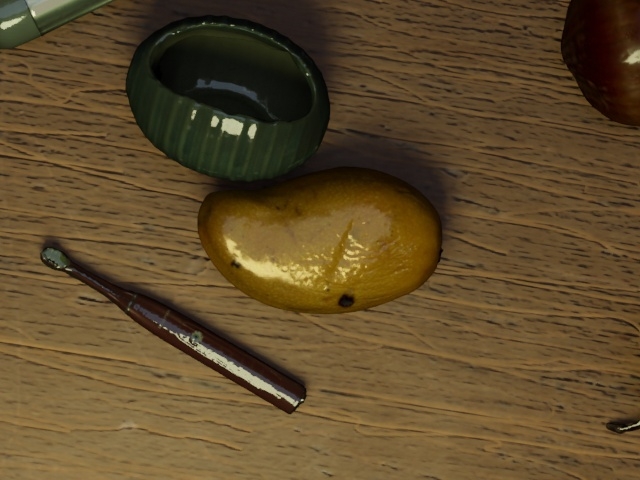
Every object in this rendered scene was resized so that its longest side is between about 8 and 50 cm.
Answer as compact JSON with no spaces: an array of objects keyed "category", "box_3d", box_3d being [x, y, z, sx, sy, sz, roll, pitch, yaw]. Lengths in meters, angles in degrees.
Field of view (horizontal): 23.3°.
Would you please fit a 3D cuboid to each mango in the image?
[{"category":"mango","box_3d":[0.001,0.000,1.865,0.295,0.120,0.177,-1,93,-3]}]

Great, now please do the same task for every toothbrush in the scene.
[{"category":"toothbrush","box_3d":[-0.178,0.104,1.879,0.364,0.041,0.041,31,84,-2]}]

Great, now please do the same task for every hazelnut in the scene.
[{"category":"hazelnut","box_3d":[0.382,-0.234,1.899,0.178,0.178,0.204,-32,120,-7]}]

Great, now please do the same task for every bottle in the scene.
[{"category":"bottle","box_3d":[-0.305,-0.312,1.882,0.254,0.079,0.096,-27,51,-7]}]

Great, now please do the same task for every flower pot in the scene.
[{"category":"flower pot","box_3d":[-0.109,-0.167,1.838,0.243,0.157,0.189,18,65,3]}]

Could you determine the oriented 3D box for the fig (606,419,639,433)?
[{"category":"fig","box_3d":[0.453,0.152,1.876,0.148,0.149,0.202,23,75,15]}]
